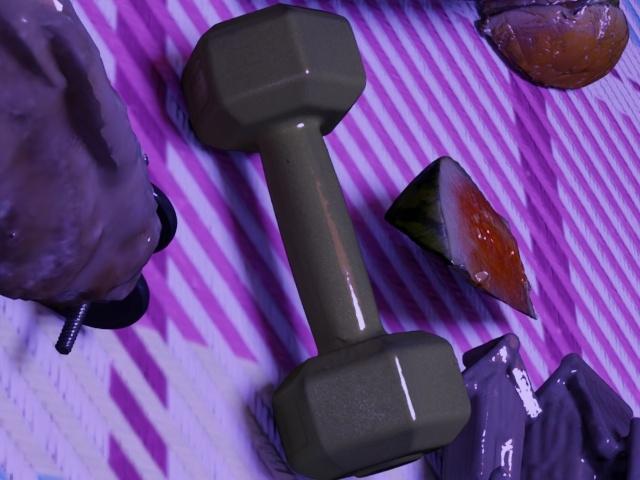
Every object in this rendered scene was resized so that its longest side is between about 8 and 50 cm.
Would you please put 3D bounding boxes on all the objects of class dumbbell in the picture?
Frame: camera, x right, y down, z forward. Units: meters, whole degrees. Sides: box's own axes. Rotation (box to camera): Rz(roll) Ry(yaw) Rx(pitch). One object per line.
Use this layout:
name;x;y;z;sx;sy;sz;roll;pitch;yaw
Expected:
dumbbell;0.000;0.000;0.903;0.108;0.121;0.302;-12;77;-21
dumbbell;-0.121;0.005;0.793;0.069;0.069;0.147;41;44;-26

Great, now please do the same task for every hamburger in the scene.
hamburger;0.232;-0.189;1.286;0.176;0.102;0.087;13;72;-45

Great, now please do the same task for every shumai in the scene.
shumai;-0.227;-0.045;0.627;0.267;0.262;0.314;61;-7;13

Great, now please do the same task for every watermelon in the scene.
watermelon;0.107;0.004;1.007;0.119;0.063;0.245;52;7;22

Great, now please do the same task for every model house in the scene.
model house;0.175;0.161;1.001;0.229;0.122;0.188;32;45;-30
